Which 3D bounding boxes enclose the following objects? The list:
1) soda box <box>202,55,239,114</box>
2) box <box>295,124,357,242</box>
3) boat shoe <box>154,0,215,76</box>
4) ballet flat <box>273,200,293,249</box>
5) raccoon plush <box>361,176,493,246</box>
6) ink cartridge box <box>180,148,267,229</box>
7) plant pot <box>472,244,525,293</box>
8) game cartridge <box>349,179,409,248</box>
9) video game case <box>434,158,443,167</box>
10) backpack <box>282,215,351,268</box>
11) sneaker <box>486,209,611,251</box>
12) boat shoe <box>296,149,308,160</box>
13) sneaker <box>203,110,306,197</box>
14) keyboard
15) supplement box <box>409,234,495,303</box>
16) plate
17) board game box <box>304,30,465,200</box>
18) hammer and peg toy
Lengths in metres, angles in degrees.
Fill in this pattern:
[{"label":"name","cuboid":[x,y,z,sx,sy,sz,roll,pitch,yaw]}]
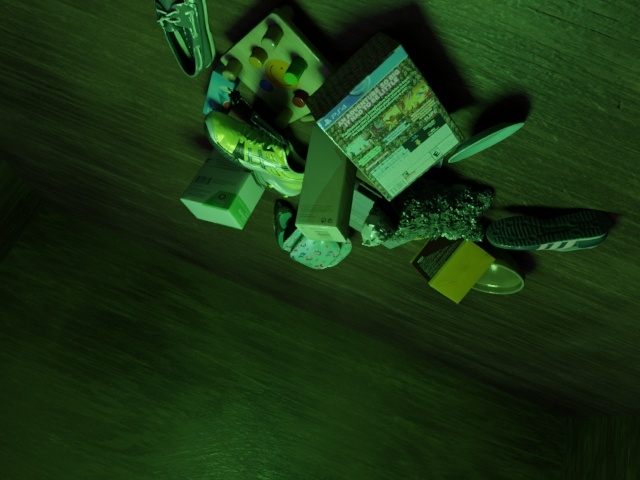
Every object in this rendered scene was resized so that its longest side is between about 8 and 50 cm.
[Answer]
[{"label":"soda box","cuboid":[-0.289,-0.440,1.312,0.071,0.067,0.210,28,155,-12]},{"label":"box","cuboid":[0.026,-0.164,1.280,0.121,0.311,0.148,4,165,17]},{"label":"boat shoe","cuboid":[-0.348,-0.550,1.099,0.116,0.099,0.319,17,155,13]},{"label":"ballet flat","cuboid":[-0.159,-0.074,1.925,0.096,0.095,0.280,57,158,29]},{"label":"raccoon plush","cuboid":[0.314,-0.038,1.259,0.299,0.446,0.216,16,128,17]},{"label":"ink cartridge box","cuboid":[-0.304,-0.204,1.526,0.211,0.289,0.121,14,154,27]},{"label":"plant pot","cuboid":[0.610,0.092,1.589,0.237,0.109,0.237,19,156,9]},{"label":"game cartridge","cuboid":[0.185,-0.096,1.629,0.355,0.068,0.230,30,158,-17]},{"label":"video game case","cuboid":[0.293,-0.251,1.277,0.122,0.011,0.087,15,155,14]},{"label":"backpack","cuboid":[0.000,0.000,1.801,0.254,0.191,0.225,26,126,-28]},{"label":"sneaker","cuboid":[0.657,-0.005,1.302,0.319,0.112,0.131,-2,152,22]},{"label":"boat shoe","cuboid":[-0.008,-0.264,1.436,0.183,0.066,0.066,3,148,36]},{"label":"sneaker","cuboid":[-0.177,-0.289,1.377,0.385,0.145,0.147,30,138,-30]},{"label":"keyboard","cuboid":[-0.175,-0.343,1.216,0.201,0.033,0.317,40,-171,-19]},{"label":"supplement box","cuboid":[0.436,0.066,1.494,0.129,0.191,0.194,32,-168,-21]},{"label":"plate","cuboid":[0.392,-0.242,1.068,0.024,0.188,0.188,65,152,5]},{"label":"board game box","cuboid":[0.151,-0.281,1.040,0.232,0.141,0.291,-39,125,14]},{"label":"hammer and peg toy","cuboid":[-0.061,-0.391,1.147,0.361,0.127,0.266,38,151,-31]}]
